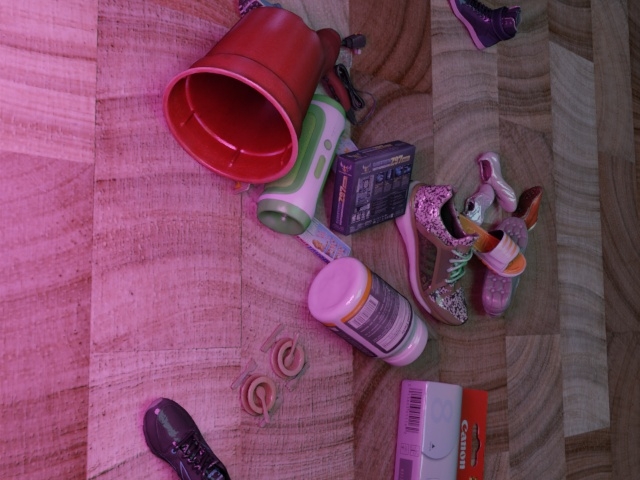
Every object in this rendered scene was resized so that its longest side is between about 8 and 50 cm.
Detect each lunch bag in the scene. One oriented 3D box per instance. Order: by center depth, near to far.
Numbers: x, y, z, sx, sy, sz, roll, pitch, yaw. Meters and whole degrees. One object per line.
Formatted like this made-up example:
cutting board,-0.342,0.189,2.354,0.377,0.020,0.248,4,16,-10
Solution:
lunch bag,0.048,-0.203,1.737,0.071,0.053,0.083,-29,80,-42

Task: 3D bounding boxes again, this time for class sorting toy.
sorting toy,-0.152,-0.128,1.513,0.012,0.083,0.062,23,70,-30

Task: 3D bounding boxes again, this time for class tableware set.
tableware set,-0.091,0.285,1.557,0.194,0.039,0.128,-50,119,-36

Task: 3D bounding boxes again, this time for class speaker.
speaker,-0.039,-0.165,1.596,0.131,0.131,0.297,37,61,-36

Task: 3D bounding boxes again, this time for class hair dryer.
hair dryer,0.035,-0.380,1.726,0.293,0.080,0.224,-15,96,-44

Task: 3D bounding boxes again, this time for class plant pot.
plant pot,-0.125,-0.300,1.450,0.272,0.272,0.265,49,47,-29

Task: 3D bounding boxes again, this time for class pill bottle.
pill bottle,0.114,0.169,1.687,0.278,0.162,0.162,39,60,-36

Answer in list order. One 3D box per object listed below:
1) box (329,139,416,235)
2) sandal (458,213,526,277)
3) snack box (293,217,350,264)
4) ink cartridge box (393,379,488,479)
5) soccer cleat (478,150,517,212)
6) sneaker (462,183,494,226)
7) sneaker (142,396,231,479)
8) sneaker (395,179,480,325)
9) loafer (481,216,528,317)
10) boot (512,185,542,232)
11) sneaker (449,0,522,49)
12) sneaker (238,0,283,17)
box,0.125,-0.128,1.753,0.232,0.059,0.184,-21,127,-44
sandal,0.466,0.007,2.044,0.265,0.076,0.102,33,61,-8
snack box,0.000,0.000,1.690,0.178,0.022,0.064,40,59,-34
ink cartridge box,0.348,0.532,1.927,0.385,0.091,0.308,16,75,-41
soccer cleat,0.517,-0.167,2.191,0.076,0.068,0.196,-29,99,-37
sneaker,0.452,-0.110,2.125,0.061,0.053,0.152,45,57,-28
sneaker,-0.227,0.400,1.367,0.101,0.106,0.267,-42,113,-37
sneaker,0.323,0.034,1.891,0.158,0.182,0.411,-33,109,-42
loafer,0.529,0.075,2.158,0.111,0.112,0.320,81,29,-57
boot,0.658,-0.099,2.328,0.158,0.059,0.085,-54,125,-24
sneaker,0.483,-0.665,2.142,0.226,0.163,0.086,45,58,-30
sneaker,-0.116,-0.490,1.617,0.162,0.063,0.073,33,46,-42
